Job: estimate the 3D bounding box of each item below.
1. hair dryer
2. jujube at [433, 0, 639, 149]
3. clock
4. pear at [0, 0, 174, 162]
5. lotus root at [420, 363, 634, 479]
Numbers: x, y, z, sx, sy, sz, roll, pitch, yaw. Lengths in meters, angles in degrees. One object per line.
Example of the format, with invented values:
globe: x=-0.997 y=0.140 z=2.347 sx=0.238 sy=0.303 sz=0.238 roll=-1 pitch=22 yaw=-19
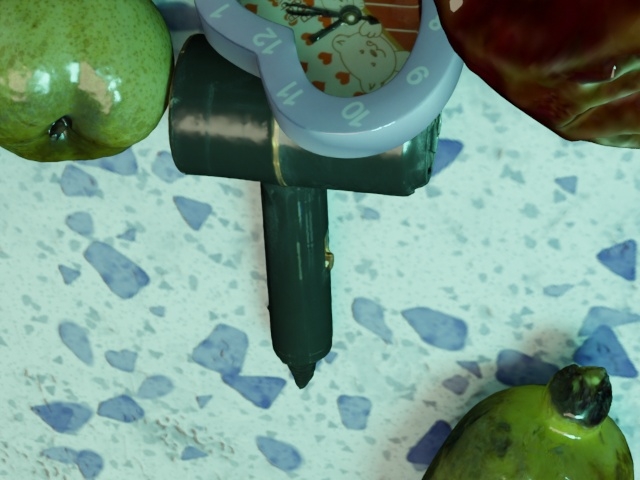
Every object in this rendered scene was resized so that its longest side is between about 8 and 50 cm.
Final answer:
hair dryer: x=0.000 y=0.000 z=0.997 sx=0.189 sy=0.107 sz=0.352 roll=6 pitch=134 yaw=11
jujube: x=0.231 y=-0.209 z=0.642 sx=0.276 sy=0.276 sz=0.377 roll=46 pitch=134 yaw=-17
clock: x=0.021 y=-0.148 z=0.842 sx=0.198 sy=0.172 sz=0.064 roll=50 pitch=169 yaw=24
pear: x=-0.190 y=-0.127 z=0.904 sx=0.167 sy=0.137 sz=0.167 roll=-3 pitch=165 yaw=-1
lotus root: x=0.170 y=0.221 z=1.064 sx=0.169 sy=0.141 sz=0.314 roll=23 pitch=119 yaw=-3
